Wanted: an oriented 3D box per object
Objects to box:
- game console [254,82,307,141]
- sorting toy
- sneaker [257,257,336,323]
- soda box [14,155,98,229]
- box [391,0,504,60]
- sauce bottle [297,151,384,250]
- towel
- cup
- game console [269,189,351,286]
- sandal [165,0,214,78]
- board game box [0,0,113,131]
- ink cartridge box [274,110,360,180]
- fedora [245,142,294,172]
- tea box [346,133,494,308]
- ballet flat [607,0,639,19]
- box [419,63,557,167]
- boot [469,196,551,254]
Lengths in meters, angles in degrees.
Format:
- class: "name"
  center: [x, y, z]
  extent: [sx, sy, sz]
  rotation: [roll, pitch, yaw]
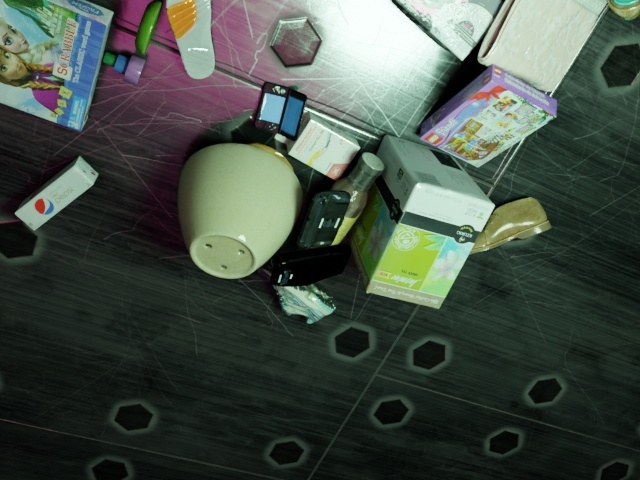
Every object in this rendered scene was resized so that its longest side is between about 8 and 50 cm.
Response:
- class: "game console"
  center: [-0.102, -0.328, 1.563]
  extent: [0.107, 0.071, 0.122]
  rotation: [12, 109, -14]
- class: "sorting toy"
  center: [-0.422, -0.515, 1.364]
  extent: [0.126, 0.127, 0.365]
  rotation: [20, 135, -18]
- class: "sneaker"
  center: [-0.089, 0.163, 1.830]
  extent: [0.283, 0.110, 0.122]
  rotation: [37, 112, -24]
- class: "soda box"
  center: [-0.689, -0.123, 1.603]
  extent: [0.216, 0.074, 0.069]
  rotation: [-35, 118, 12]
- class: "box"
  center: [0.285, -0.571, 1.446]
  extent: [0.247, 0.142, 0.163]
  rotation: [34, 110, -23]
- class: "sauce bottle"
  center: [0.057, -0.088, 1.666]
  extent: [0.111, 0.111, 0.344]
  rotation: [22, 129, -19]
- class: "towel"
  center: [0.555, -0.533, 1.477]
  extent: [0.332, 0.053, 0.317]
  rotation: [5, 122, -42]
- class: "cup"
  center: [-0.221, -0.044, 1.560]
  extent: [0.331, 0.237, 0.331]
  rotation: [4, 138, 3]
- class: "game console"
  center: [0.000, 0.000, 1.616]
  extent: [0.213, 0.044, 0.361]
  rotation: [-9, 143, -27]
- class: "sandal"
  center: [-0.310, -0.506, 1.443]
  extent: [0.102, 0.076, 0.265]
  rotation: [-17, 142, -16]
- class: "board game box"
  center: [-0.663, -0.433, 1.383]
  extent: [0.318, 0.066, 0.318]
  rotation: [19, 134, -17]
- class: "ink cartridge box"
  center: [-0.010, -0.257, 1.624]
  extent: [0.198, 0.067, 0.115]
  rotation: [26, 114, -20]
- class: "fedora"
  center: [-0.154, -0.194, 1.621]
  extent: [0.194, 0.079, 0.194]
  rotation: [3, 138, 3]
- class: "tea box"
  center: [0.241, -0.054, 1.623]
  extent: [0.220, 0.329, 0.323]
  rotation: [13, 116, -16]
- class: "ballet flat"
  center: [0.748, -0.677, 1.444]
  extent: [0.116, 0.124, 0.342]
  rotation: [7, 84, 29]
- class: "box"
  center: [0.420, -0.307, 1.568]
  extent: [0.201, 0.057, 0.293]
  rotation: [22, 152, -19]
- class: "boot"
  center: [0.515, -0.034, 1.826]
  extent: [0.305, 0.112, 0.115]
  rotation: [-23, 90, 10]
